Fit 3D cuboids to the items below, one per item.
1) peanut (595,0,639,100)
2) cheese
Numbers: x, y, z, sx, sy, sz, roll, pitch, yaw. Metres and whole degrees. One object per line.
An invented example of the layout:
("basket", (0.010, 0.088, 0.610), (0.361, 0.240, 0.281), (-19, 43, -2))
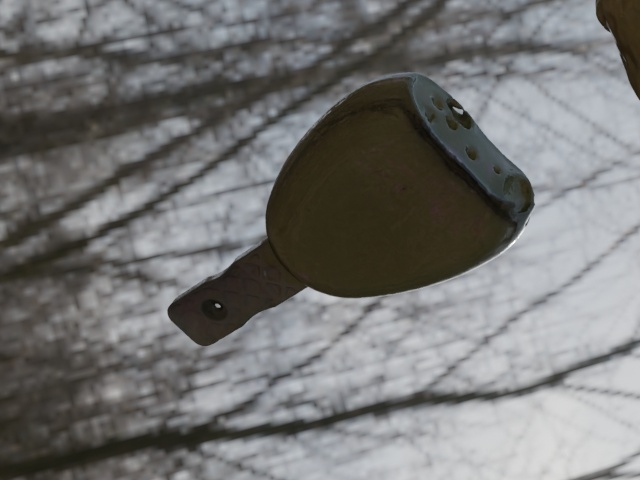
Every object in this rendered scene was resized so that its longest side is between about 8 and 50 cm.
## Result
("peanut", (0.225, -0.087, 0.976), (0.187, 0.082, 0.082), (40, -37, 23))
("cheese", (0.000, 0.000, 0.799), (0.192, 0.037, 0.097), (-32, -69, 36))
